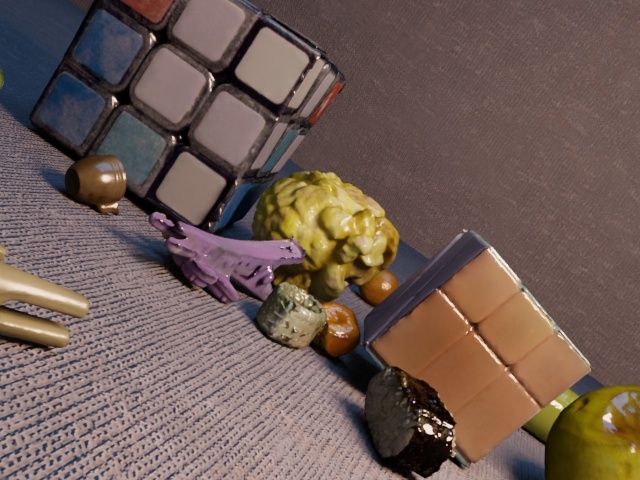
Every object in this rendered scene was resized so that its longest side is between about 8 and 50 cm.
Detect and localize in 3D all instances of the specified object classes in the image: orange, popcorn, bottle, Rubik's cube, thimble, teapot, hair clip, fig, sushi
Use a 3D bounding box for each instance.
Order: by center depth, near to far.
[{"bbox_3d":[0.105,0.216,1.002,0.078,0.091,0.150,27,13,-22],"label":"sushi"},{"bbox_3d":[-0.040,0.104,1.142,0.084,0.062,0.110,36,9,5],"label":"thimble"},{"bbox_3d":[-0.316,-0.074,1.144,0.110,0.085,0.080,5,11,42],"label":"teapot"},{"bbox_3d":[-0.131,0.031,1.160,0.278,0.090,0.137,11,37,-51],"label":"hair clip"},{"bbox_3d":[0.211,0.142,1.203,0.225,0.221,0.231,49,7,-3],"label":"Rubik's cube"},{"bbox_3d":[0.426,0.325,1.204,0.239,0.239,0.271,33,-19,-10],"label":"fig"},{"bbox_3d":[0.019,0.132,1.211,0.086,0.062,0.086,13,37,-10],"label":"orange"},{"bbox_3d":[0.000,0.000,1.364,0.259,0.212,0.259,31,20,-13],"label":"popcorn"},{"bbox_3d":[-0.205,-0.247,1.404,0.363,0.362,0.359,35,13,4],"label":"Rubik's cube"},{"bbox_3d":[0.375,0.279,1.583,0.260,0.112,0.112,36,9,5],"label":"bottle"},{"bbox_3d":[0.119,0.095,1.716,0.085,0.085,0.085,34,9,-6],"label":"orange"}]

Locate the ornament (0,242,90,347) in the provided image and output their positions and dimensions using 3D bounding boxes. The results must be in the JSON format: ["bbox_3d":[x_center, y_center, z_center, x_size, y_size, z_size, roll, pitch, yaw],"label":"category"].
[{"bbox_3d":[-0.337,-0.015,0.676,0.230,0.061,0.245,40,7,38],"label":"ornament"}]

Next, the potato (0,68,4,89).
[{"bbox_3d":[-0.524,-0.239,1.212,0.119,0.054,0.198,29,15,-37],"label":"potato"}]
